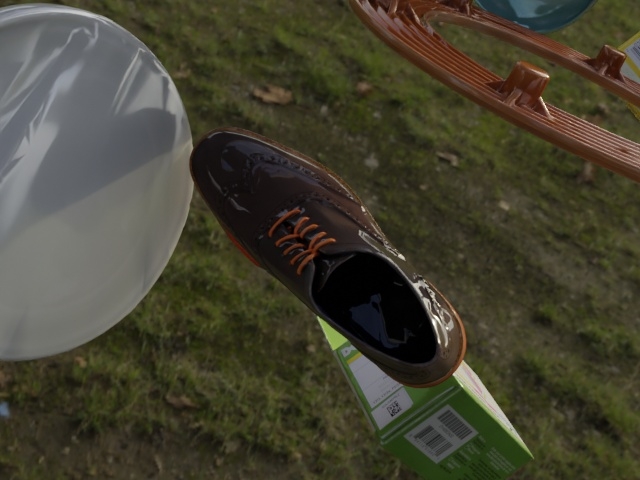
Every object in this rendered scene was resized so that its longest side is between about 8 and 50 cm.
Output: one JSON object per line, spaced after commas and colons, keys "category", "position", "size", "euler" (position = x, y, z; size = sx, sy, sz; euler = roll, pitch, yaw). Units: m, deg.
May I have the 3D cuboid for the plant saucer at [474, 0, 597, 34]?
{"category": "plant saucer", "position": [0.193, -0.351, 0.847], "size": [0.044, 0.317, 0.317], "euler": [-18, 48, -19]}

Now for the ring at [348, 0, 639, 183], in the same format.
{"category": "ring", "position": [0.177, -0.115, 0.642], "size": [0.337, 0.032, 0.336], "euler": [20, 25, -10]}

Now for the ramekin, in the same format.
{"category": "ramekin", "position": [-0.241, -0.052, 0.717], "size": [0.127, 0.272, 0.273], "euler": [21, 29, 38]}

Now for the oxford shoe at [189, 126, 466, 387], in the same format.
{"category": "oxford shoe", "position": [0.000, 0.000, 0.688], "size": [0.271, 0.097, 0.098], "euler": [40, 0, 14]}

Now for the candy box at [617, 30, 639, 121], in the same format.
{"category": "candy box", "position": [0.360, -0.180, 0.817], "size": [0.105, 0.206, 0.027], "euler": [53, 4, 2]}

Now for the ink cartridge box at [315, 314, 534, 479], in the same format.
{"category": "ink cartridge box", "position": [0.093, 0.130, 0.983], "size": [0.189, 0.097, 0.255], "euler": [45, 11, -43]}
